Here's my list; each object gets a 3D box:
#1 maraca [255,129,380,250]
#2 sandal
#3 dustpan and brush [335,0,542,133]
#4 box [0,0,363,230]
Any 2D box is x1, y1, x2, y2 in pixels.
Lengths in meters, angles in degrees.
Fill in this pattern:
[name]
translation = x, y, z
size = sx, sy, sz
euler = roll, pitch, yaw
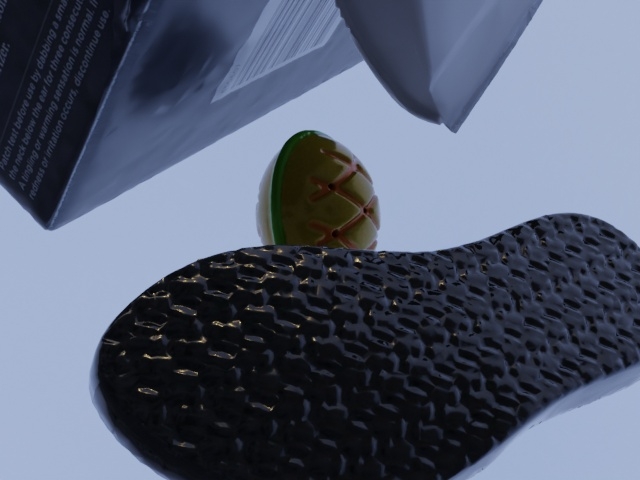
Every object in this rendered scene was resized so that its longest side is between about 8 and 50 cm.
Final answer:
[maraca]
translation = 0.000, 0.000, 0.985
size = 0.099, 0.127, 0.186
euler = -7, -94, 37
[sandal]
translation = 0.061, 0.085, 0.732
size = 0.167, 0.445, 0.107
euler = 59, -44, 27
[dustpan and brush]
translation = 0.017, -0.159, 0.397
size = 0.060, 0.211, 0.147
euler = 2, -142, 31
[box]
translation = -0.172, -0.337, 0.965
size = 0.472, 0.480, 0.297
euler = 45, -47, 9
